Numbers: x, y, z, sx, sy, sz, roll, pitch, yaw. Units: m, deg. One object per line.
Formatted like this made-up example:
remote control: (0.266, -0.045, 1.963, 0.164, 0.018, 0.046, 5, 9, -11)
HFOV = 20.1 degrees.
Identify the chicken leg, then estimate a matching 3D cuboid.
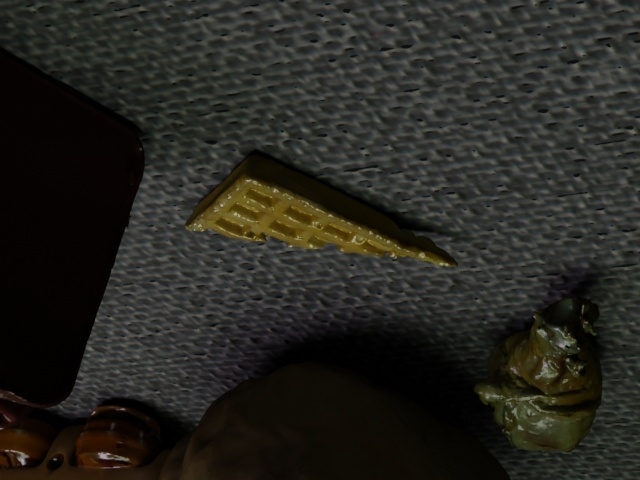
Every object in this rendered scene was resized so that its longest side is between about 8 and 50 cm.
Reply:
chicken leg: (0.187, 0.110, 1.520, 0.103, 0.088, 0.227, 19, 154, 16)

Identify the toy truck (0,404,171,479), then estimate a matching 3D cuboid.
toy truck: (-0.255, 0.301, 1.880, 0.288, 0.204, 0.211, -5, 147, 27)

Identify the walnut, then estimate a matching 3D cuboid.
walnut: (0.013, 0.295, 1.631, 0.381, 0.381, 0.381, 10, 149, 6)

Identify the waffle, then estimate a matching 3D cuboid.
waffle: (0.000, 0.000, 1.463, 0.191, 0.032, 0.125, 26, 145, -18)

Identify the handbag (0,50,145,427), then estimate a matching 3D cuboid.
handbag: (-0.278, -0.023, 1.316, 0.275, 0.260, 0.084, 34, 145, -28)
